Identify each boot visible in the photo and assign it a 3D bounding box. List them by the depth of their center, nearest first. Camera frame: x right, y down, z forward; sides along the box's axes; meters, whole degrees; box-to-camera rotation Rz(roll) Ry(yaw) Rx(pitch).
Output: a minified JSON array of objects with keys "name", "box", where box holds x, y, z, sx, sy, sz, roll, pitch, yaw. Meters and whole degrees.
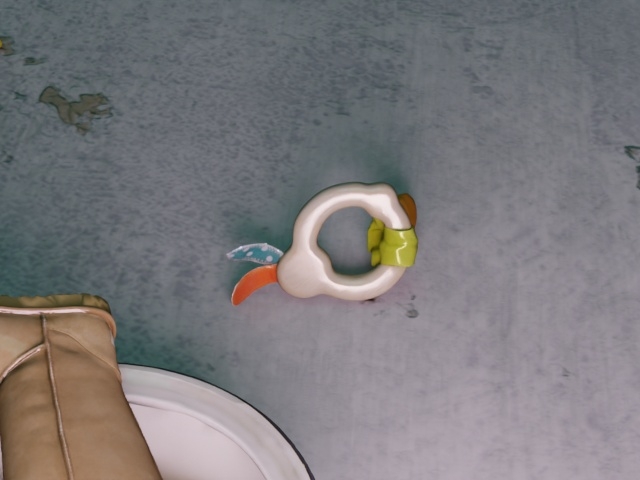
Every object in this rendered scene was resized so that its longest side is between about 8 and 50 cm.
[{"name":"boot","box":[-0.253,0.158,1.469,0.236,0.089,0.269,-9,43,-11]}]

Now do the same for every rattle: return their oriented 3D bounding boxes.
[{"name":"rattle","box":[0.000,0.000,1.897,0.199,0.130,0.143,-25,29,10]}]

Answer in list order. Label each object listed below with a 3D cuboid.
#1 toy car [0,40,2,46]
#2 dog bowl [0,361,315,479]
[{"name":"toy car","box":[-0.499,-0.193,2.117,0.225,0.053,0.239,1,41,0]},{"name":"dog bowl","box":[-0.196,0.294,1.491,0.408,0.150,0.408,0,41,0]}]
